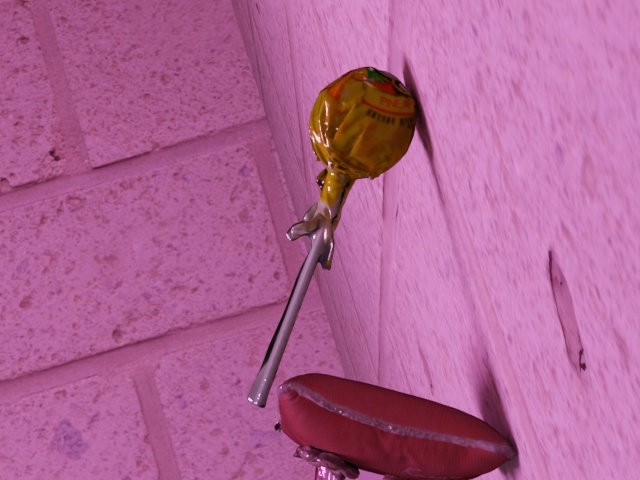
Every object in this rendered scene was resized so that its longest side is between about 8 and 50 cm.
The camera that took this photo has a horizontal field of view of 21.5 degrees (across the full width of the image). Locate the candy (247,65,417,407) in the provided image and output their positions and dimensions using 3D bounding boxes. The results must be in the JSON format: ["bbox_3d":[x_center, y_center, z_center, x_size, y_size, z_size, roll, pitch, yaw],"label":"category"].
[{"bbox_3d":[-0.003,-0.001,1.223,0.262,0.077,0.073,-69,23,8],"label":"candy"}]

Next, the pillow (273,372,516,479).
[{"bbox_3d":[0.051,0.152,1.282,0.171,0.179,0.075,92,-170,-78],"label":"pillow"}]

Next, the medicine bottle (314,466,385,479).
[{"bbox_3d":[0.064,0.280,1.959,0.247,0.147,0.147,107,147,-84],"label":"medicine bottle"}]
